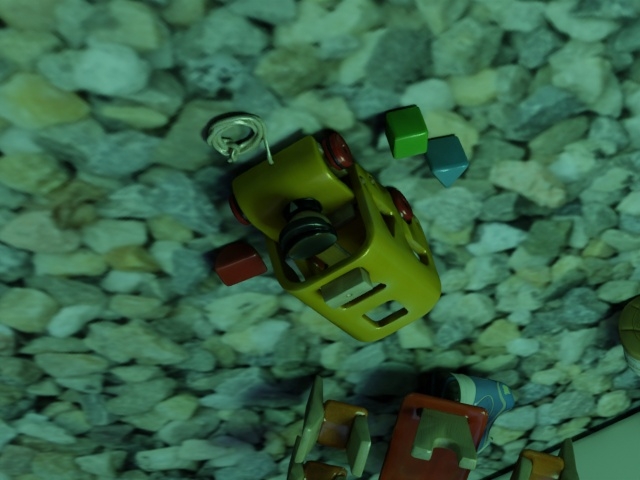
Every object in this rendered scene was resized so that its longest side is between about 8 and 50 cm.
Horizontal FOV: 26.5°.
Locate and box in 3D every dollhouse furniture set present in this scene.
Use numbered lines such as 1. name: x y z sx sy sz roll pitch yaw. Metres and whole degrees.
1. dollhouse furniture set: 0.091 0.260 1.327 0.262 0.135 0.259 14 118 -2

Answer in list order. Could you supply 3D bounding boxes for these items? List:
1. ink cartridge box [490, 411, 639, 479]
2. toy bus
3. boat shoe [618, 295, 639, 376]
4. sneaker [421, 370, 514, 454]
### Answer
1. ink cartridge box: 0.301 0.383 1.637 0.395 0.166 0.285 -28 145 16
2. toy bus: 0.011 0.002 1.029 0.202 0.104 0.191 -4 144 -19
3. boat shoe: 0.430 0.076 1.331 0.277 0.098 0.096 -11 147 8
4. sneaker: 0.132 0.211 1.399 0.081 0.080 0.211 1 143 -20
